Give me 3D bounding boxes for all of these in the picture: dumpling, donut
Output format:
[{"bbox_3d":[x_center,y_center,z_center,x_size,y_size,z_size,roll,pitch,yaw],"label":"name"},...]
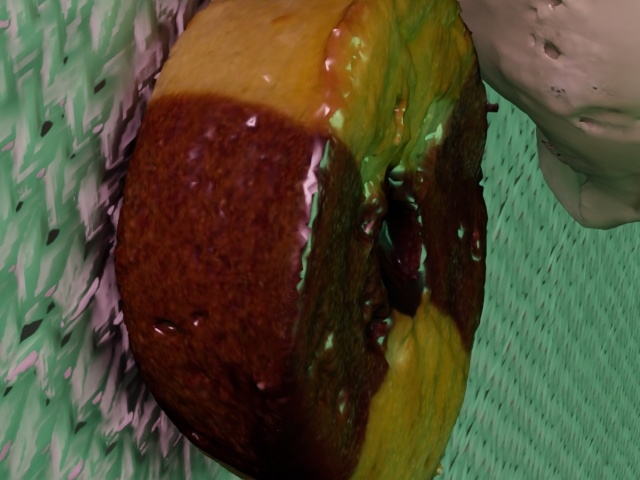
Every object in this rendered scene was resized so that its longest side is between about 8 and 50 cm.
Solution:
[{"bbox_3d":[0.130,-0.152,0.631,0.318,0.187,0.243,71,37,-49],"label":"dumpling"},{"bbox_3d":[0.000,0.000,0.515,0.184,0.073,0.166,50,54,-65],"label":"donut"}]
